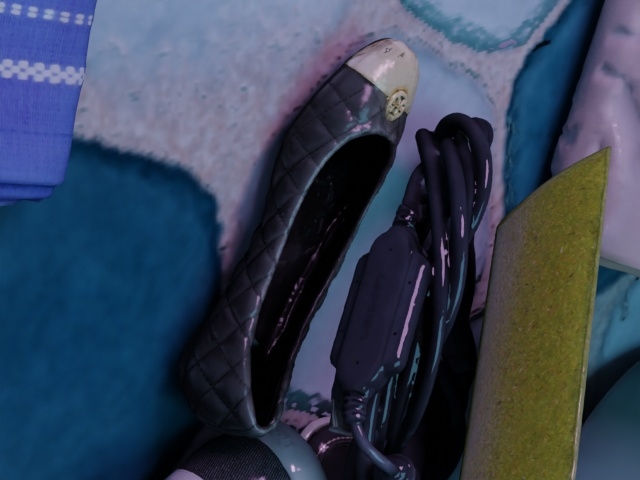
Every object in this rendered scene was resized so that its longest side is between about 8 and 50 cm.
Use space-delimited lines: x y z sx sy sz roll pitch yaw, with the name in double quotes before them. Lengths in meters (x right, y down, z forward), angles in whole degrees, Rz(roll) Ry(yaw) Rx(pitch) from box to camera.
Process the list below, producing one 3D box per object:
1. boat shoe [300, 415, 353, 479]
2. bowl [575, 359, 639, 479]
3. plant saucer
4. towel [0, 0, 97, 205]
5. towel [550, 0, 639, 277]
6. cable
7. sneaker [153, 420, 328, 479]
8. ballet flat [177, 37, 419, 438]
"boat shoe" 0.030 0.116 0.829 0.046 0.038 0.125 -58 139 -10
"bowl" 0.240 0.221 0.970 0.311 0.163 0.311 -20 116 -50
"plant saucer" 0.088 0.083 0.795 0.188 0.045 0.188 85 14 -58
"towel" -0.133 -0.170 0.521 0.243 0.040 0.336 1 107 -48
"towel" 0.284 -0.109 0.793 0.053 0.317 0.331 -2 110 -66
"cable" 0.048 0.034 0.763 0.150 0.047 0.184 69 32 -59
"sneaker" -0.050 0.188 0.755 0.121 0.079 0.217 -24 116 -35
"ballet flat" 0.000 0.000 0.733 0.057 0.049 0.173 30 85 -50
